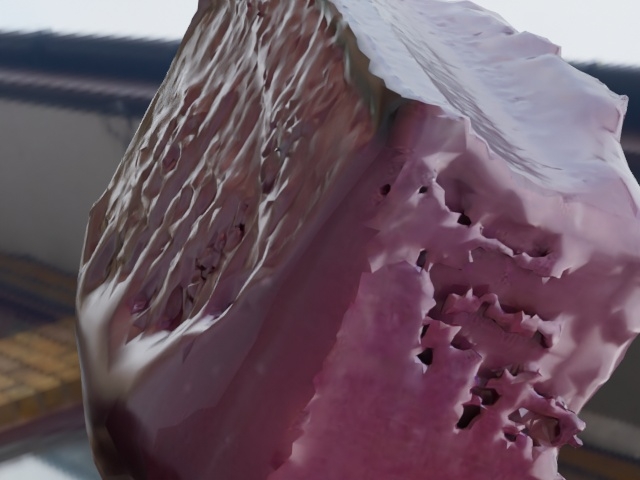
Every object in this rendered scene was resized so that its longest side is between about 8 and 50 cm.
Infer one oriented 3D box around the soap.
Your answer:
[{"bbox_3d":[0.000,0.000,0.646,0.220,0.127,0.325,-61,-162,17],"label":"soap"}]
